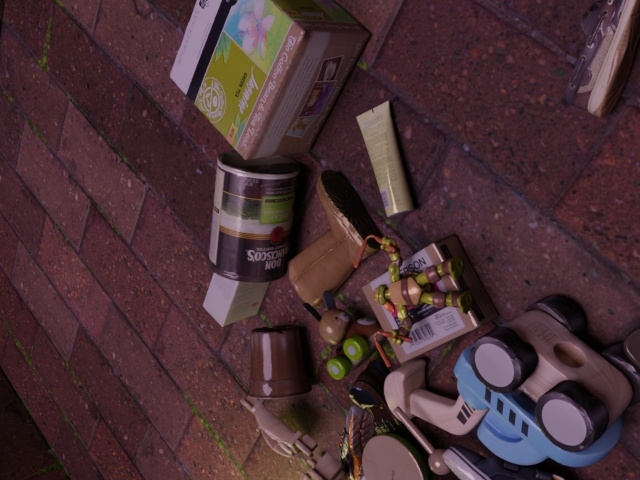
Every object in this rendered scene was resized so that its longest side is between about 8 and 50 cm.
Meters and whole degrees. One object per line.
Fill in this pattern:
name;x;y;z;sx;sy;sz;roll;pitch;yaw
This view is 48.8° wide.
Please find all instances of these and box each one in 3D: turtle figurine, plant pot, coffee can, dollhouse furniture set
turtle figurine;0.187;0.112;1.396;0.217;0.087;0.269;-10;85;36
plant pot;-0.109;0.306;1.805;0.167;0.167;0.165;-4;90;43
coffee can;-0.165;-0.062;1.719;0.202;0.202;0.275;25;117;36
dollhouse furniture set;-0.127;0.525;1.740;0.356;0.174;0.303;37;162;19

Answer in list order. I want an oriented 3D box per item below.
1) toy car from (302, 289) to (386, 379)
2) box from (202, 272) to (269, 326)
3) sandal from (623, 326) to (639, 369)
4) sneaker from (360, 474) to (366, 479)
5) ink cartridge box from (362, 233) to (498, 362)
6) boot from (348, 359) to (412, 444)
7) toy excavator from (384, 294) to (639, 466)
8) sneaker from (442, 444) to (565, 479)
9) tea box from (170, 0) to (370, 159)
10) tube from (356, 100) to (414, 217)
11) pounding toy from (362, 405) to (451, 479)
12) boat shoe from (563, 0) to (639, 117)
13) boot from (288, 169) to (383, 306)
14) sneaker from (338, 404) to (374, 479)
toy car;0.051;0.192;1.605;0.188;0.155;0.149;48;128;16
box;-0.217;0.124;1.867;0.091;0.130;0.170;42;125;27
sandal;0.604;0.213;1.147;0.090;0.060;0.219;-44;64;-8
sneaker;0.164;0.673;1.686;0.161;0.102;0.282;20;125;34
ink cartridge box;0.224;0.127;1.487;0.235;0.088;0.193;-37;76;43
boot;0.159;0.379;1.633;0.082;0.106;0.219;-18;116;39
toy excavator;0.334;0.306;1.368;0.433;0.222;0.445;41;134;29
sneaker;0.393;0.488;1.374;0.321;0.127;0.126;39;167;9
tea box;-0.123;-0.412;1.576;0.323;0.220;0.329;47;128;23
tube;0.143;-0.171;1.511;0.070;0.062;0.240;-16;83;1
pounding toy;0.203;0.482;1.546;0.183;0.110;0.236;48;130;29
boat shoe;0.464;-0.344;1.133;0.092;0.103;0.285;25;123;31
boot;0.000;0.000;1.663;0.269;0.089;0.236;-42;72;42
sneaker;0.080;0.500;1.725;0.083;0.084;0.214;13;110;46
